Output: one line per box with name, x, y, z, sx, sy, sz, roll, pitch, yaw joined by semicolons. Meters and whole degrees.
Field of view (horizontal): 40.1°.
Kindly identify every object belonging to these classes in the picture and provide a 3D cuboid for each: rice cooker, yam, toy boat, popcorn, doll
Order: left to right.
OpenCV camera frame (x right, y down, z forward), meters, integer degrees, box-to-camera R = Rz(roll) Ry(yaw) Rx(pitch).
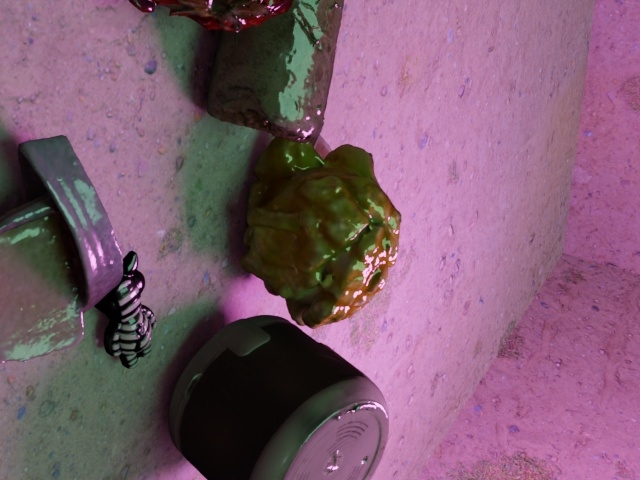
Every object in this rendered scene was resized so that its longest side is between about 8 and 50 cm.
toy boat;-0.373;0.038;1.101;0.293;0.111;0.276;-48;141;-20
doll;-0.294;0.104;1.309;0.091;0.067;0.219;-38;144;-32
rice cooker;-0.078;0.315;1.550;0.335;0.325;0.335;-27;133;-34
yam;-0.066;-0.308;1.355;0.195;0.195;0.300;-10;114;-60
popcorn;0.002;-0.007;1.561;0.274;0.279;0.336;-14;135;-25

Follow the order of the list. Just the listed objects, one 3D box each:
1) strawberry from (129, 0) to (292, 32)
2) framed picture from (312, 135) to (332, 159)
strawberry;-0.136;-0.407;1.125;0.274;0.274;0.221;22;57;-63
framed picture;0.003;-0.085;1.795;0.184;0.016;0.250;-67;153;-11
